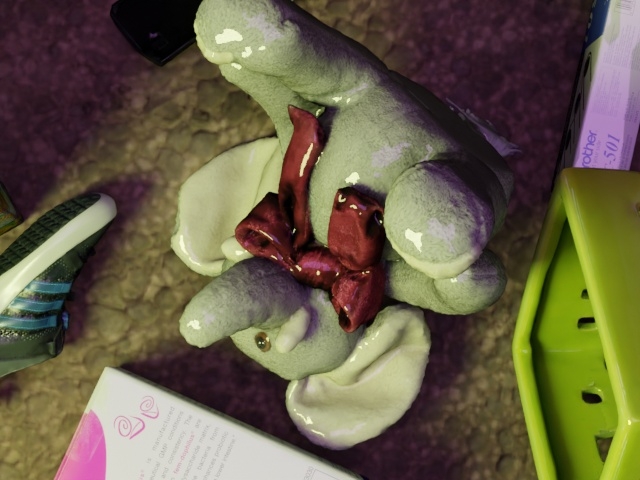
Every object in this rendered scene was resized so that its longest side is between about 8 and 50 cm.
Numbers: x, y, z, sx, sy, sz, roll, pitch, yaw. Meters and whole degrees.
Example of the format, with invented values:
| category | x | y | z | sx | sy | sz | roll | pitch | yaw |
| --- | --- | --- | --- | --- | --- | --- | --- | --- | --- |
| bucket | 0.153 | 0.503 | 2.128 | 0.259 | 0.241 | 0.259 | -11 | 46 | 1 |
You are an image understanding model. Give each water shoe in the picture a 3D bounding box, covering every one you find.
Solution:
| category | x | y | z | sx | sy | sz | roll | pitch | yaw |
| --- | --- | --- | --- | --- | --- | --- | --- | --- | --- |
| water shoe | -0.221 | 0.049 | 1.505 | 0.203 | 0.073 | 0.080 | -43 | 110 | 0 |

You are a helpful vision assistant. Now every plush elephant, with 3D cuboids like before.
| category | x | y | z | sx | sy | sz | roll | pitch | yaw |
| --- | --- | --- | --- | --- | --- | --- | --- | --- | --- |
| plush elephant | 0.000 | 0.000 | 1.422 | 0.272 | 0.330 | 0.255 | 45 | 104 | 19 |

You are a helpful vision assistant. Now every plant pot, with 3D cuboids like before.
| category | x | y | z | sx | sy | sz | roll | pitch | yaw |
| --- | --- | --- | --- | --- | --- | --- | --- | --- | --- |
| plant pot | 0.270 | 0.096 | 1.405 | 0.207 | 0.228 | 0.227 | -2 | 52 | -9 |

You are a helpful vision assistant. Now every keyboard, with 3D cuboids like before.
| category | x | y | z | sx | sy | sz | roll | pitch | yaw |
| --- | --- | --- | --- | --- | --- | --- | --- | --- | --- |
| keyboard | -0.064 | -0.200 | 1.543 | 0.192 | 0.038 | 0.100 | -37 | 65 | -3 |

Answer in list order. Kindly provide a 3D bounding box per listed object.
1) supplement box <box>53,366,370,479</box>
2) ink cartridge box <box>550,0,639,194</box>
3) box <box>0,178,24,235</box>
| category | x | y | z | sx | sy | sz | roll | pitch | yaw |
| --- | --- | --- | --- | --- | --- | --- | --- | --- | --- |
| supplement box | -0.081 | 0.187 | 1.469 | 0.220 | 0.114 | 0.111 | 25 | 86 | -2 |
| ink cartridge box | 0.226 | -0.136 | 1.511 | 0.046 | 0.097 | 0.207 | 13 | 85 | -1 |
| box | -0.389 | -0.023 | 1.388 | 0.290 | 0.279 | 0.177 | -31 | 88 | -5 |
